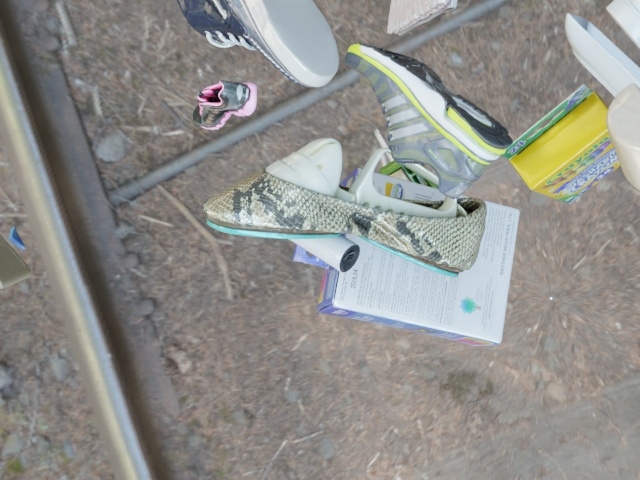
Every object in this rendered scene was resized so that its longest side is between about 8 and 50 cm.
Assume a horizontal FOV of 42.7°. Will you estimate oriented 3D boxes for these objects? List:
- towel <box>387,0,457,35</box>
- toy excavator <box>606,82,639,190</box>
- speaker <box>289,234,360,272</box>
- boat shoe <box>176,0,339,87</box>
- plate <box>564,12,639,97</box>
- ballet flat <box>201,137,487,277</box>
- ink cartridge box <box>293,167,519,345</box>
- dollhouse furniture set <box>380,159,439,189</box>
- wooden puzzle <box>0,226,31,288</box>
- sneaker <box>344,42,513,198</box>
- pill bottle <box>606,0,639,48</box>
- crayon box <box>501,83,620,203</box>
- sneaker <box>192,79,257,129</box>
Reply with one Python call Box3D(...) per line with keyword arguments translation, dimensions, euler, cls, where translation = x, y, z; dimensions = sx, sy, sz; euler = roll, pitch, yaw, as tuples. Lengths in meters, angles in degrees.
Box3D(translation=(0.248, -0.653, 1.872), dimensions=(0.053, 0.332, 0.317), euler=(7, 91, -17), cls="towel")
Box3D(translation=(0.527, -0.280, 0.928), dimensions=(0.432, 0.222, 0.445), euler=(-17, 42, 23), cls="toy excavator")
Box3D(translation=(0.000, 0.000, 1.372), dimensions=(0.136, 0.055, 0.055), euler=(31, 95, 30), cls="speaker")
Box3D(translation=(-0.107, -0.340, 1.274), dimensions=(0.158, 0.127, 0.341), euler=(-46, 68, 43), cls="boat shoe")
Box3D(translation=(0.500, -0.251, 1.319), dimensions=(0.277, 0.278, 0.045), euler=(47, 116, 9), cls="plate")
Box3D(translation=(0.057, -0.069, 1.318), dimensions=(0.482, 0.164, 0.182), euler=(12, 107, -21), cls="ballet flat")
Box3D(translation=(0.155, 0.030, 1.558), dimensions=(0.395, 0.151, 0.270), euler=(14, 77, -11), cls="ink cartridge box")
Box3D(translation=(0.143, -0.041, 1.940), dimensions=(0.301, 0.198, 0.151), euler=(-31, 121, 18), cls="dollhouse furniture set")
Box3D(translation=(-0.358, 0.017, 0.903), dimensions=(0.014, 0.116, 0.079), euler=(-35, 86, 12), cls="wooden puzzle")
Box3D(translation=(0.123, -0.175, 1.143), dimensions=(0.300, 0.111, 0.121), euler=(49, 120, 34), cls="sneaker")
Box3D(translation=(0.695, -0.501, 1.574), dimensions=(0.272, 0.152, 0.152), euler=(-41, 76, 23), cls="pill bottle")
Box3D(translation=(0.504, -0.178, 1.612), dimensions=(0.203, 0.323, 0.083), euler=(-41, 65, 24), cls="crayon box")
Box3D(translation=(-0.125, -0.163, 0.958), dimensions=(0.119, 0.057, 0.047), euler=(-13, 74, 51), cls="sneaker")
